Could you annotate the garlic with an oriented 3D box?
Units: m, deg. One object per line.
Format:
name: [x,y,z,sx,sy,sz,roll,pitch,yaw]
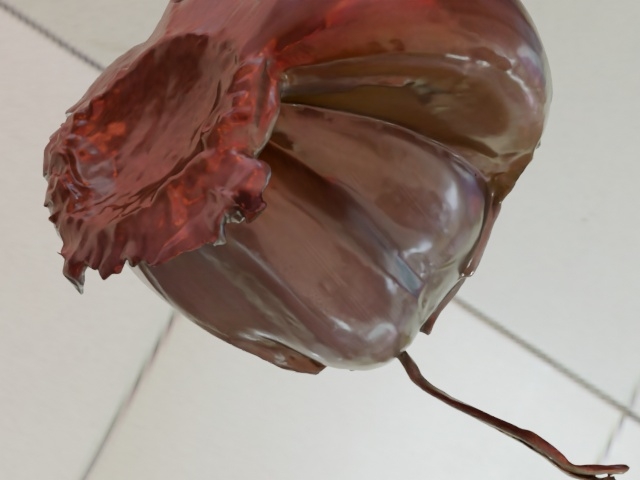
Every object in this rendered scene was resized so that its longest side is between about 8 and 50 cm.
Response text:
garlic: [0.000,0.000,0.734,0.207,0.207,0.256,-20,70,-22]
